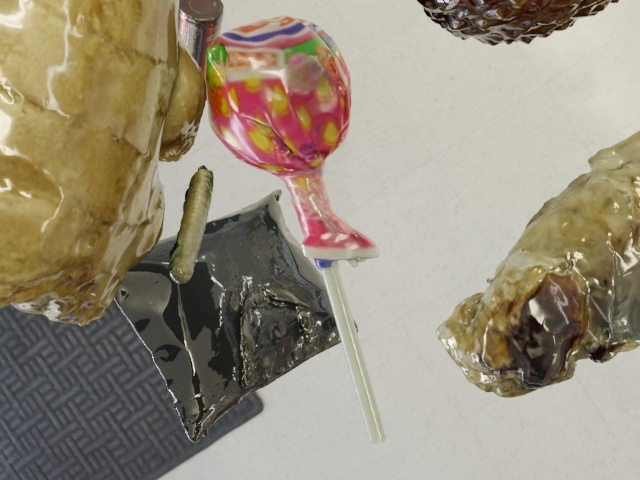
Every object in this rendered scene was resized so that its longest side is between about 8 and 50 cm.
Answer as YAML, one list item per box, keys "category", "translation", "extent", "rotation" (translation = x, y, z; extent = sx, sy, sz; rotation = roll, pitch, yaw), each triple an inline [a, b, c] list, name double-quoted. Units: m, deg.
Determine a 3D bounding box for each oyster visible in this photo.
- category: "oyster"
  translation: [0.195, 0.036, 0.482]
  extent: [0.232, 0.107, 0.161]
  rotation: [-30, 100, 11]

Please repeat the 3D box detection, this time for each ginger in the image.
- category: "ginger"
  translation: [-0.119, -0.131, 0.417]
  extent: [0.166, 0.236, 0.375]
  rotation: [34, 93, 40]

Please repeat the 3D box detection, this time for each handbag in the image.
- category: "handbag"
  translation: [-0.092, 0.071, 0.749]
  extent: [0.088, 0.254, 0.211]
  rotation: [-35, 82, 53]

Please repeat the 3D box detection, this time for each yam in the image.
- category: "yam"
  translation: [-0.063, -0.010, 0.333]
  extent: [0.014, 0.107, 0.014]
  rotation: [-2, 120, -3]

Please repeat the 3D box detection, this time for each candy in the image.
- category: "candy"
  translation: [0.000, 0.000, 0.556]
  extent: [0.124, 0.124, 0.365]
  rotation: [-14, 97, 17]

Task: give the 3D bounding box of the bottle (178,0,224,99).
- category: "bottle"
  translation: [-0.164, -0.241, 0.865]
  extent: [0.060, 0.060, 0.164]
  rotation: [36, 147, 7]

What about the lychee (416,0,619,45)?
- category: "lychee"
  translation: [0.091, -0.187, 0.303]
  extent: [0.194, 0.194, 0.194]
  rotation: [3, 100, 15]
